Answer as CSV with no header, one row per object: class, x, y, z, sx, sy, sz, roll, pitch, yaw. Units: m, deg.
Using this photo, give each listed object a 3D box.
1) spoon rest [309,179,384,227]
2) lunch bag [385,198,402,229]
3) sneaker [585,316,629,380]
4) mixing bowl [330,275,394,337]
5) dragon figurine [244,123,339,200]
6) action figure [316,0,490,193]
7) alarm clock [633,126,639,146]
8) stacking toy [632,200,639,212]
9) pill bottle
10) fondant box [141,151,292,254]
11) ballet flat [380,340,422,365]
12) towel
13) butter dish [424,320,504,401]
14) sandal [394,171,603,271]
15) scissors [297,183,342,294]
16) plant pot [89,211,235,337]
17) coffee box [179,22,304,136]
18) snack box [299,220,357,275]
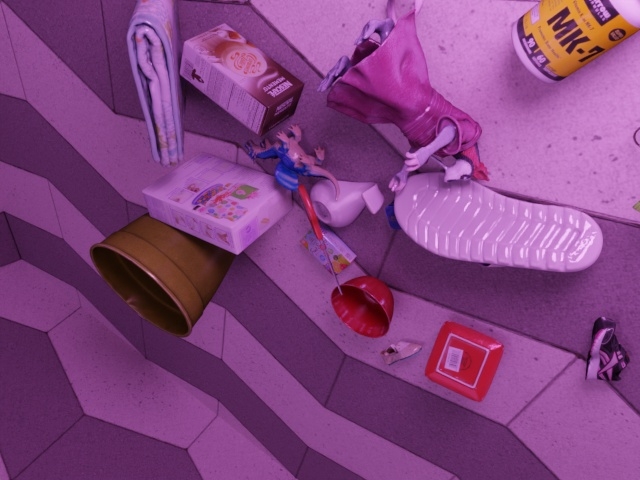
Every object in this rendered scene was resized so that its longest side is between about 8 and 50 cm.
spoon rest,0.065,-0.095,1.365,0.276,0.084,0.137,-2,122,59
lunch bag,0.200,-0.060,1.265,0.098,0.065,0.067,3,126,42
sneaker,0.605,0.230,1.168,0.077,0.072,0.178,7,137,24
mixing bowl,0.129,0.162,1.504,0.181,0.098,0.181,25,138,24
dragon figurine,-0.059,-0.182,1.375,0.289,0.085,0.144,41,143,9
action figure,0.191,-0.245,1.064,0.370,0.276,0.248,33,175,-14
alarm clock,0.571,-0.167,0.835,0.192,0.064,0.129,-4,121,48
stacking toy,0.625,-0.050,0.838,0.221,0.052,0.167,22,144,0
pill bottle,0.393,-0.330,0.801,0.119,0.119,0.208,50,142,-6
fondant box,-0.277,-0.111,1.516,0.330,0.238,0.096,20,135,29
ballet flat,0.223,0.317,1.596,0.052,0.057,0.168,54,142,5
towel,-0.374,-0.404,1.307,0.090,0.320,0.374,-3,136,-10
butter dish,0.366,0.297,1.405,0.160,0.118,0.160,22,94,25
sandal,0.341,-0.019,1.136,0.416,0.169,0.102,21,176,28
scissors,0.000,0.000,1.420,0.109,0.021,0.297,118,131,-81
plant pot,-0.413,0.034,1.662,0.366,0.353,0.366,27,147,20
coffee box,-0.179,-0.368,1.275,0.246,0.141,0.098,38,141,7
snack box,0.020,0.023,1.528,0.141,0.037,0.100,46,141,0
